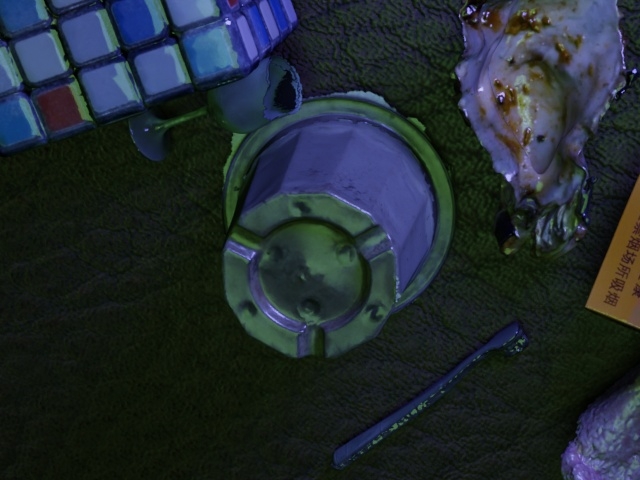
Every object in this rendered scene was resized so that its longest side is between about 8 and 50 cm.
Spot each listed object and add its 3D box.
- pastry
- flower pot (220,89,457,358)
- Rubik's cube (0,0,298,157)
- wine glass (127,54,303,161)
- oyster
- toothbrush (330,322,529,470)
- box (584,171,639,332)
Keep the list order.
[{"bbox_3d":[0.381,0.195,1.644,0.265,0.112,0.103,-45,85,6],"label":"pastry"},{"bbox_3d":[0.000,0.000,1.563,0.290,0.259,0.290,3,109,9],"label":"flower pot"},{"bbox_3d":[-0.219,-0.284,1.494,0.292,0.287,0.293,-20,103,15],"label":"Rubik's cube"},{"bbox_3d":[-0.118,-0.149,1.606,0.195,0.079,0.079,-16,105,30],"label":"wine glass"},{"bbox_3d":[0.246,-0.132,1.549,0.198,0.133,0.337,-6,108,9],"label":"oyster"},{"bbox_3d":[0.128,0.193,1.724,0.297,0.030,0.030,-38,108,17],"label":"toothbrush"},{"bbox_3d":[0.446,0.047,1.548,0.274,0.076,0.174,23,90,14],"label":"box"}]
